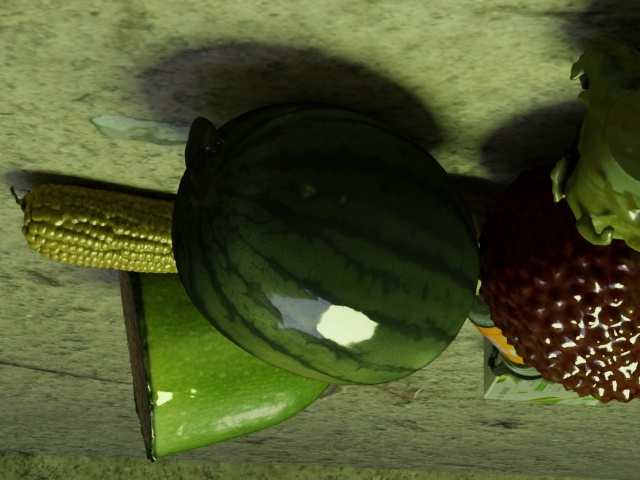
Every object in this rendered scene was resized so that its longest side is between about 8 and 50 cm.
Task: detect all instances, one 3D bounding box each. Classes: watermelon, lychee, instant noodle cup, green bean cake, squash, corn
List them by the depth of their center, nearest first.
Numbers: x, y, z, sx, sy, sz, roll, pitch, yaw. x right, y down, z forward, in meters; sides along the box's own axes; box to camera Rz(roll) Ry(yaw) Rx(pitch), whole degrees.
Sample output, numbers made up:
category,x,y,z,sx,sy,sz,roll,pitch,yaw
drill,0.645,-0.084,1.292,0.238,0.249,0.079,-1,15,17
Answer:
category,x,y,z,sx,sy,sz,roll,pitch,yaw
green bean cake,0.347,-0.103,0.956,0.310,0.285,0.202,18,-165,34
watermelon,0.000,0.000,1.210,0.359,0.279,0.279,27,150,-35
lychee,0.304,0.024,1.257,0.276,0.304,0.276,-10,-170,2
corn,-0.236,-0.008,1.482,0.310,0.101,0.101,10,159,-17
instant noodle cup,0.270,0.081,1.572,0.125,0.208,0.177,36,-174,-31
squash,-0.107,0.133,1.630,0.309,0.310,0.310,-7,162,-12

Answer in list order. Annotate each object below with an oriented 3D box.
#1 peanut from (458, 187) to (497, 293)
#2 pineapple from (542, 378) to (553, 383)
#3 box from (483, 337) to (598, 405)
category,x,y,z,sx,sy,sz,roll,pitch,yaw
peanut,0.177,0.006,1.415,0.224,0.129,0.129,10,159,-22
pineapple,0.441,0.099,1.464,0.361,0.175,0.175,-18,158,0
box,0.372,0.180,1.885,0.194,0.111,0.260,3,158,1
